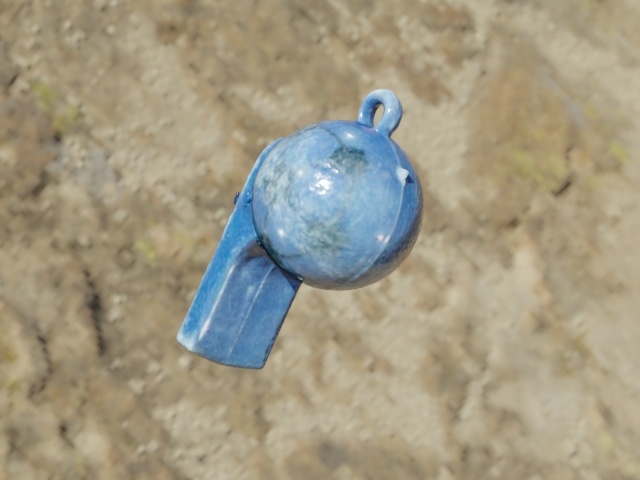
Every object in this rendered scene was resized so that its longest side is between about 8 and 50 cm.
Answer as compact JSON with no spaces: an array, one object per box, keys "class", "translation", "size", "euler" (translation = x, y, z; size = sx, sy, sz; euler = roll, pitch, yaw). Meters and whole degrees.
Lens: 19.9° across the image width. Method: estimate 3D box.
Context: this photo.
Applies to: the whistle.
[{"class":"whistle","translation":[0.000,0.000,0.873],"size":[0.090,0.158,0.090],"euler":[24,6,-3]}]
